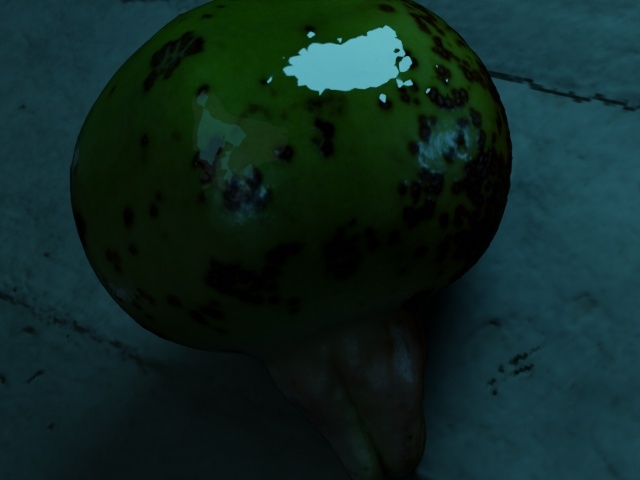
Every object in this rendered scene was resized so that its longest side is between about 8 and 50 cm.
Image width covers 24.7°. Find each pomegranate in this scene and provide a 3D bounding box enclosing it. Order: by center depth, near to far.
[{"bbox_3d":[0.000,0.000,0.711,0.214,0.214,0.247,-23,83,22],"label":"pomegranate"}]
